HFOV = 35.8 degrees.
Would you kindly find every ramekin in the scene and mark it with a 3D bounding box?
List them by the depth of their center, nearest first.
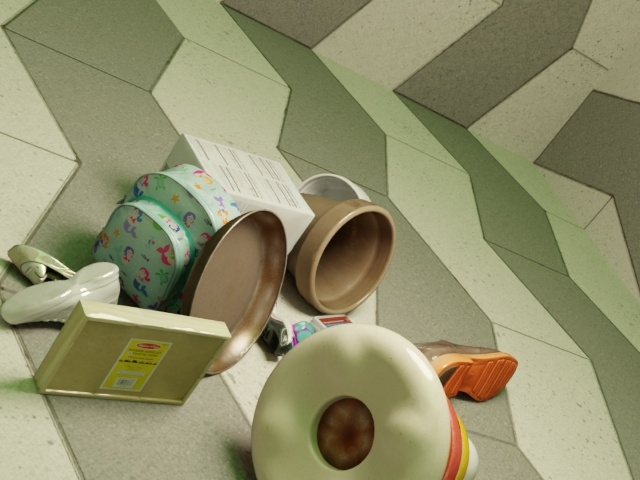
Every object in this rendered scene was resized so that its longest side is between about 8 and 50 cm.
[{"bbox_3d":[0.032,-0.052,2.368,0.207,0.207,0.109,45,16,20],"label":"ramekin"}]

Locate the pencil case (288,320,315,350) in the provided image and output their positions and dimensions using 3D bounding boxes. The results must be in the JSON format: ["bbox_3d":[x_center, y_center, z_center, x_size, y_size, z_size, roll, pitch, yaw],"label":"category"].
[{"bbox_3d":[-0.034,0.225,1.930,0.070,0.064,0.151,42,18,-29],"label":"pencil case"}]

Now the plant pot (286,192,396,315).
[{"bbox_3d":[0.000,0.000,2.204,0.229,0.263,0.263,32,17,37],"label":"plant pot"}]

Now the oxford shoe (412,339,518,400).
[{"bbox_3d":[0.324,0.276,2.248,0.364,0.130,0.133,14,20,-49],"label":"oxford shoe"}]

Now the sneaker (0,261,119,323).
[{"bbox_3d":[-0.416,0.111,1.622,0.212,0.094,0.080,-21,29,-39],"label":"sneaker"}]

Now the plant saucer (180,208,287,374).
[{"bbox_3d":[-0.159,0.086,1.763,0.050,0.310,0.310,19,16,24],"label":"plant saucer"}]

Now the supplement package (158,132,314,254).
[{"bbox_3d":[-0.197,-0.064,2.073,0.263,0.199,0.198,14,32,-41],"label":"supplement package"}]

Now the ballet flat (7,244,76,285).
[{"bbox_3d":[-0.456,0.062,1.681,0.168,0.057,0.052,28,35,-16],"label":"ballet flat"}]

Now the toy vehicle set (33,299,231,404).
[{"bbox_3d":[-0.289,0.181,1.544,0.267,0.166,0.035,14,32,-41],"label":"toy vehicle set"}]

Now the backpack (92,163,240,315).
[{"bbox_3d":[-0.274,-0.006,1.800,0.225,0.253,0.191,43,25,14],"label":"backpack"}]

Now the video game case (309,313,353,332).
[{"bbox_3d":[0.112,0.259,2.056,0.285,0.025,0.204,44,11,16],"label":"video game case"}]

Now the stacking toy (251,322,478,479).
[{"bbox_3d":[0.139,0.351,1.704,0.350,0.350,0.480,52,14,32],"label":"stacking toy"}]

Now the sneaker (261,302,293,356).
[{"bbox_3d":[-0.117,0.163,1.951,0.077,0.072,0.178,6,28,-30],"label":"sneaker"}]
